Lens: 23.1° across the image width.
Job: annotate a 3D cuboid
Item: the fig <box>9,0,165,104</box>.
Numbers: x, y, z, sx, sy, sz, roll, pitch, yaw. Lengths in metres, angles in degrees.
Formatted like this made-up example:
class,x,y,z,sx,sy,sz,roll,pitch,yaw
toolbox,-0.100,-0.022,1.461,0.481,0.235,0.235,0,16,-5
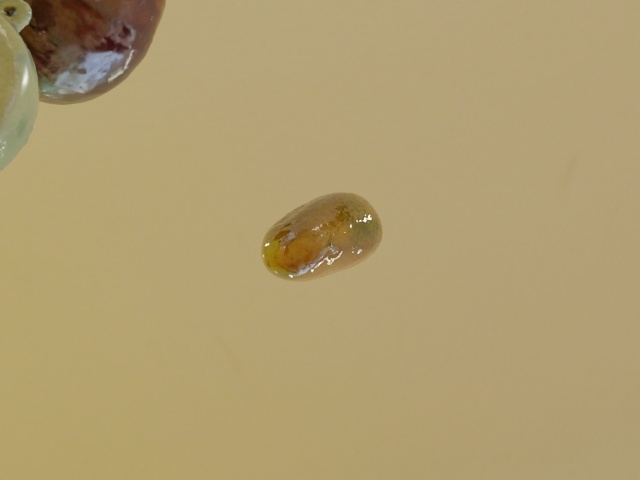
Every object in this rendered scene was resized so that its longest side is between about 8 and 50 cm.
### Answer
class,x,y,z,sx,sy,sz,roll,pitch,yaw
fig,-0.201,-0.175,1.141,0.149,0.202,0.148,50,-59,24

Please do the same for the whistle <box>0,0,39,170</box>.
class,x,y,z,sx,sy,sz,roll,pitch,yaw
whistle,-0.254,-0.052,0.876,0.126,0.067,0.258,35,-110,15

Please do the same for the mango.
class,x,y,z,sx,sy,sz,roll,pitch,yaw
mango,0.000,0.000,1.103,0.079,0.114,0.057,-15,-82,25
